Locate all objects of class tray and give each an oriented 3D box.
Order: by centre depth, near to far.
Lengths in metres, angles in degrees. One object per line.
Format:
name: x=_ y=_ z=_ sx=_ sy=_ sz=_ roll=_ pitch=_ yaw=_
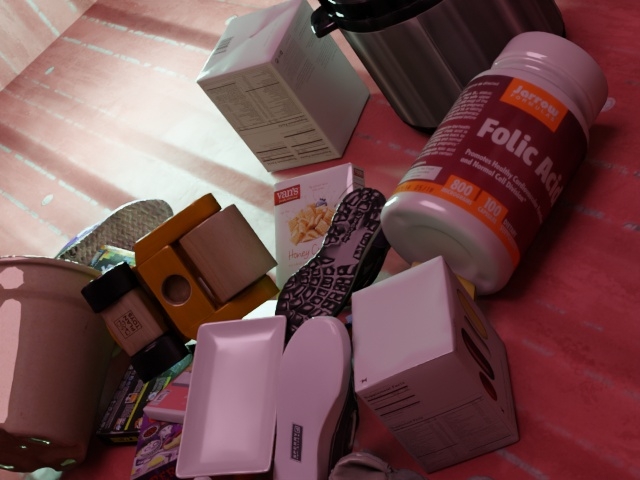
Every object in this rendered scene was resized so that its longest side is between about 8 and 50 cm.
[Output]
tray: x=-0.126 y=0.233 z=1.738 sx=0.145 sy=0.030 sz=0.270 roll=-6 pitch=49 yaw=13

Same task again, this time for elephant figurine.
elephant figurine: x=0.079 y=0.364 z=1.550 sx=0.239 sy=0.186 sz=0.169 roll=-43 pitch=-11 yaw=-25

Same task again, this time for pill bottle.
pill bottle: x=0.283 y=-0.127 z=1.844 sx=0.224 sy=0.224 sz=0.392 roll=8 pitch=56 yaw=47

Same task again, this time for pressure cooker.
pressure cooker: x=0.211 y=-0.448 z=2.114 sx=0.375 sy=0.420 sz=0.370 roll=9 pitch=57 yaw=49

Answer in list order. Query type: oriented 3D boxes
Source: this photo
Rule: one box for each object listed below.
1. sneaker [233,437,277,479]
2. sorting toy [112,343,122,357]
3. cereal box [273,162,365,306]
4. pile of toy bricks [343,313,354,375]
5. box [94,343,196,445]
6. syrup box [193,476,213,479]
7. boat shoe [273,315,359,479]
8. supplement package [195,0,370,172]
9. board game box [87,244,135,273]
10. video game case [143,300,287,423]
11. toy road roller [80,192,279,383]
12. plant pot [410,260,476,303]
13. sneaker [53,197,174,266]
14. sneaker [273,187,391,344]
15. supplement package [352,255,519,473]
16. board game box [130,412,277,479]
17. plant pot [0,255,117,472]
sneaker: x=-0.072 y=0.303 z=1.810 sx=0.175 sy=0.064 sz=0.067 roll=-51 pitch=32 yaw=-18
sorting toy: x=-0.415 y=0.136 z=2.350 sx=0.193 sy=0.038 sz=0.208 roll=9 pitch=56 yaw=48
cereal box: x=0.000 y=0.000 z=2.017 sx=0.173 sy=0.047 sz=0.240 roll=-13 pitch=72 yaw=34
pile of toy bricks: x=0.077 y=0.160 z=1.804 sx=0.118 sy=0.105 sz=0.212 roll=-29 pitch=-6 yaw=11
box: x=-0.288 y=0.271 z=2.068 sx=0.184 sy=0.045 sz=0.190 roll=-8 pitch=43 yaw=33
syrup box: x=-0.212 y=0.468 z=1.719 sx=0.237 sy=0.093 sz=0.096 roll=-46 pitch=35 yaw=-10
boat shoe: x=0.007 y=0.244 z=1.640 sx=0.108 sy=0.301 sz=0.102 roll=14 pitch=15 yaw=36
supplement package: x=-0.071 y=-0.307 z=2.348 sx=0.198 sy=0.262 sz=0.199 roll=-9 pitch=43 yaw=37
board game box: x=-0.418 y=0.086 z=2.337 sx=0.170 sy=0.048 sz=0.141 roll=11 pitch=60 yaw=49
video game case: x=-0.135 y=0.194 z=1.900 sx=0.204 sy=0.025 sz=0.285 roll=-4 pitch=33 yaw=50
toy road roller: x=-0.227 y=0.074 z=2.018 sx=0.329 sy=0.202 sz=0.240 roll=-35 pitch=0 yaw=12
plant pot: x=0.186 y=0.100 z=1.771 sx=0.095 sy=0.134 sz=0.134 roll=2 pitch=46 yaw=12
sneaker: x=-0.451 y=-0.009 z=2.501 sx=0.293 sy=0.102 sz=0.146 roll=-31 pitch=16 yaw=-3
sneaker: x=0.041 y=0.064 z=1.864 sx=0.107 sy=0.124 sz=0.283 roll=24 pitch=72 yaw=35
supplement package: x=0.158 y=0.172 z=1.626 sx=0.149 sy=0.203 sz=0.194 roll=-25 pitch=37 yaw=20
board game box: x=-0.130 y=0.262 z=1.836 sx=0.347 sy=0.056 sz=0.208 roll=-27 pitch=17 yaw=9
plant pot: x=-0.513 y=0.237 z=2.088 sx=0.334 sy=0.334 sz=0.305 roll=-17 pitch=56 yaw=29
